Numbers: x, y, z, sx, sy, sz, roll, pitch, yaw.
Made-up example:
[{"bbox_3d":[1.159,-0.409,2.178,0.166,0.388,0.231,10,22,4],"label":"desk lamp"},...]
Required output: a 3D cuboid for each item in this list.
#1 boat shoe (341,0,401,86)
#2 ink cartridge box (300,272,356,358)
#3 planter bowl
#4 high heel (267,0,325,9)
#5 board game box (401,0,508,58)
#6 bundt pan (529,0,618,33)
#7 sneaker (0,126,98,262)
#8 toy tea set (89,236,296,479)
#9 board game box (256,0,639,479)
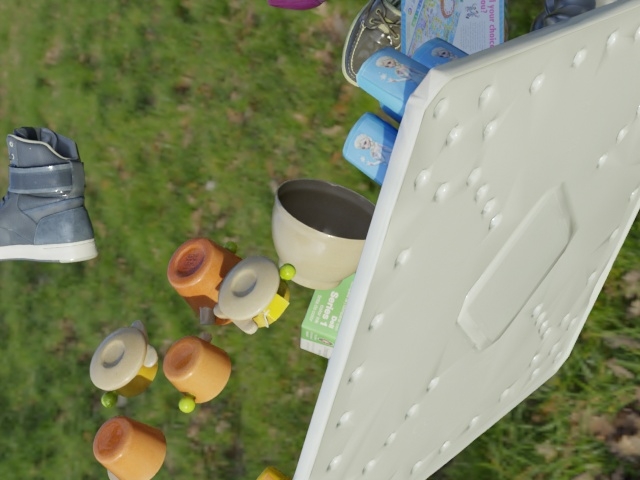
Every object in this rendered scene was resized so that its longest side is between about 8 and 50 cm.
[{"bbox_3d":[0.101,-0.328,1.617,0.224,0.080,0.073,-60,6,-3],"label":"boat shoe"},{"bbox_3d":[0.116,0.152,1.781,0.201,0.278,0.117,96,-165,-74],"label":"ink cartridge box"},{"bbox_3d":[0.000,0.000,1.563,0.162,0.162,0.109,49,129,44],"label":"planter bowl"},{"bbox_3d":[-0.004,-0.388,1.428,0.117,0.082,0.244,-8,57,15],"label":"high heel"},{"bbox_3d":[0.132,-0.225,1.101,0.103,0.026,0.154,-1,84,19],"label":"board game box"},{"bbox_3d":[0.305,-0.221,1.333,0.331,0.124,0.331,-63,-1,-3],"label":"bundt pan"},{"bbox_3d":[-0.377,-0.056,1.367,0.226,0.086,0.164,-2,101,25],"label":"sneaker"},{"bbox_3d":[-0.160,0.148,1.374,0.336,0.124,0.200,-50,44,-5],"label":"toy tea set"},{"bbox_3d":[0.116,0.009,0.758,0.050,0.390,0.390,35,129,26],"label":"board game box"}]
